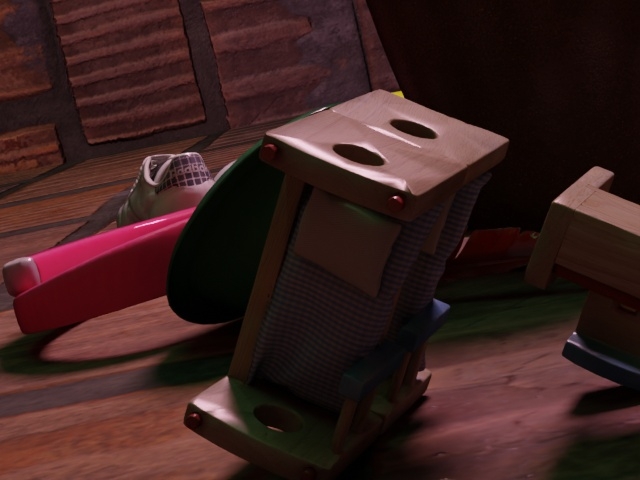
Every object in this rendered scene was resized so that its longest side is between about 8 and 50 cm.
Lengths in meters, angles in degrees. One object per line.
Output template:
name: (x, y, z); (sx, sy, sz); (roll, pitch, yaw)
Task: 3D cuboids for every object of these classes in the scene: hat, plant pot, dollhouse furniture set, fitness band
hat: (0.036, 0.035, 0.804); (0.173, 0.183, 0.208); (-14, -37, -45)
plant pot: (0.142, -0.106, 0.886); (0.215, 0.230, 0.215); (-11, 9, 2)
dollhouse furniture set: (0.065, 0.037, 0.549); (0.183, 0.129, 0.129); (23, 22, 17)
fitness band: (-0.103, 0.004, 0.995); (0.209, 0.054, 0.291); (-17, 4, 19)

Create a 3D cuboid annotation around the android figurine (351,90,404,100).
android figurine: (0.124, -0.108, 1.415); (0.273, 0.056, 0.248); (-15, 22, -33)

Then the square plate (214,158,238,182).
square plate: (0.081, -0.118, 1.671); (0.347, 0.049, 0.344); (-17, 10, -32)

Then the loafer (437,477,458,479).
loafer: (-0.003, 0.096, 0.371); (0.148, 0.056, 0.050); (-4, 5, -15)

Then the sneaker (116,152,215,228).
sneaker: (-0.140, -0.035, 1.278); (0.090, 0.095, 0.235); (-17, 8, -22)
